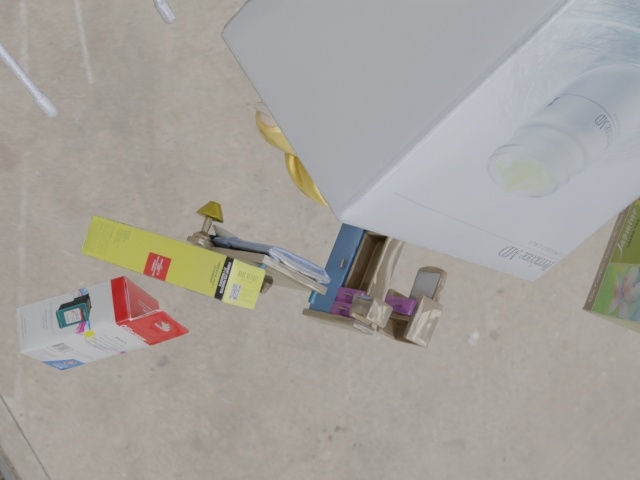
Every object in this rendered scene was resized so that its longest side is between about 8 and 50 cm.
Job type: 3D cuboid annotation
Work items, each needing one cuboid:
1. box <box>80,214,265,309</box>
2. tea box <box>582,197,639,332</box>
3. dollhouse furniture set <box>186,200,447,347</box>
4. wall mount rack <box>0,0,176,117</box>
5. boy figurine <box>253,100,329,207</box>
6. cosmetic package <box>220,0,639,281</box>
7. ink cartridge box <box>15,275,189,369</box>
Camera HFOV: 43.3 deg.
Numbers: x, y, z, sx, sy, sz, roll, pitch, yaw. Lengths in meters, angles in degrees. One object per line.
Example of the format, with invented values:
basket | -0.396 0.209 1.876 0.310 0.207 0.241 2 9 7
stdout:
box | -0.193 0.027 1.047 0.087 0.232 0.058 26 81 -65
tea box | 0.594 0.068 1.088 0.329 0.323 0.220 21 88 -5
dollhouse furniture set | 0.000 0.000 1.219 0.303 0.286 0.198 29 76 -36
wall mount rack | -0.354 -0.341 0.985 0.350 0.130 0.304 -42 99 -10
boy figurine | 0.006 -0.136 0.738 0.177 0.092 0.285 -35 151 -35
cosmetic package | 0.116 -0.107 0.415 0.225 0.138 0.224 -43 149 23
ink cartridge box | -0.340 0.128 1.275 0.134 0.231 0.078 62 13 -66
